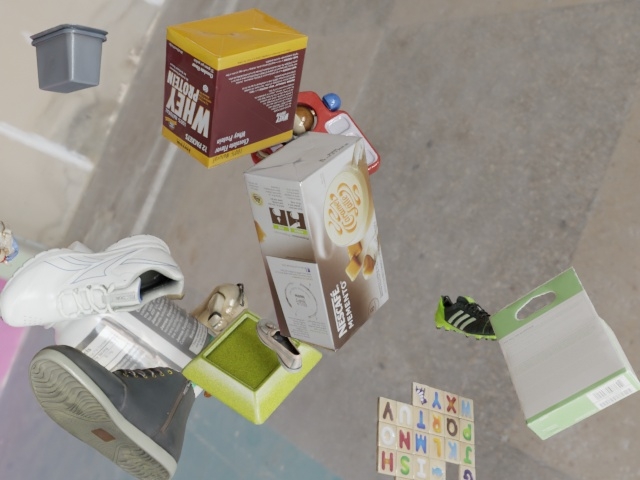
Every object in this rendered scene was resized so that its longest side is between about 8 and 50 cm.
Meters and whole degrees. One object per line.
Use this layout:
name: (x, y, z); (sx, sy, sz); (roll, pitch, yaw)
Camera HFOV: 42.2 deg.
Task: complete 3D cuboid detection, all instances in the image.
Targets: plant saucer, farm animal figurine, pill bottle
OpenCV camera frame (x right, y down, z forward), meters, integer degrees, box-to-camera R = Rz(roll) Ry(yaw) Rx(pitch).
plant saucer: (-0.124, 0.210, 1.493); (0.188, 0.045, 0.188); (28, 53, 25)
farm animal figurine: (-0.297, 0.188, 1.915); (0.327, 0.330, 0.172); (-25, 34, 17)
pill bottle: (-0.389, 0.175, 1.643); (0.204, 0.361, 0.204); (-43, 19, 19)

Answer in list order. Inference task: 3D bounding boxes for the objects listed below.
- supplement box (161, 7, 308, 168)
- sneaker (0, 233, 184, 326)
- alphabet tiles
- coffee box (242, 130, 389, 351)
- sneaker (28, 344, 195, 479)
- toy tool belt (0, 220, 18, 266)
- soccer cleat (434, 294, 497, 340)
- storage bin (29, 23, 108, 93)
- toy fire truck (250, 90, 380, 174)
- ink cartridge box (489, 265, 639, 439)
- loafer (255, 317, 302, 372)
supplement box: (-0.144, -0.253, 1.365); (0.129, 0.191, 0.194); (35, 133, 30)
sneaker: (-0.354, 0.069, 1.308); (0.129, 0.297, 0.110); (32, 133, 47)
alphabet tiles: (0.177, 0.336, 1.361); (0.009, 0.237, 0.198); (-22, 56, 43)
coffee box: (0.000, 0.000, 1.082); (0.098, 0.246, 0.141); (11, 34, 36)
sneaker: (-0.230, 0.166, 0.935); (0.083, 0.222, 0.118); (-15, 38, 26)
toy tool belt: (-0.422, 0.009, 1.103); (0.052, 0.051, 0.083); (-42, 48, 3)
soccer cleat: (0.279, 0.141, 1.526); (0.179, 0.060, 0.072); (10, 93, 51)
storage bin: (-0.413, -0.296, 1.378); (0.135, 0.098, 0.091); (0, 90, 43)
toy fire truck: (-0.031, -0.234, 1.990); (0.254, 0.169, 0.302); (-30, 68, -9)
ink cartridge box: (0.374, 0.172, 1.302); (0.171, 0.056, 0.235); (-35, 33, 20)
loafer: (-0.067, 0.169, 1.407); (0.125, 0.045, 0.039); (48, 137, 37)
